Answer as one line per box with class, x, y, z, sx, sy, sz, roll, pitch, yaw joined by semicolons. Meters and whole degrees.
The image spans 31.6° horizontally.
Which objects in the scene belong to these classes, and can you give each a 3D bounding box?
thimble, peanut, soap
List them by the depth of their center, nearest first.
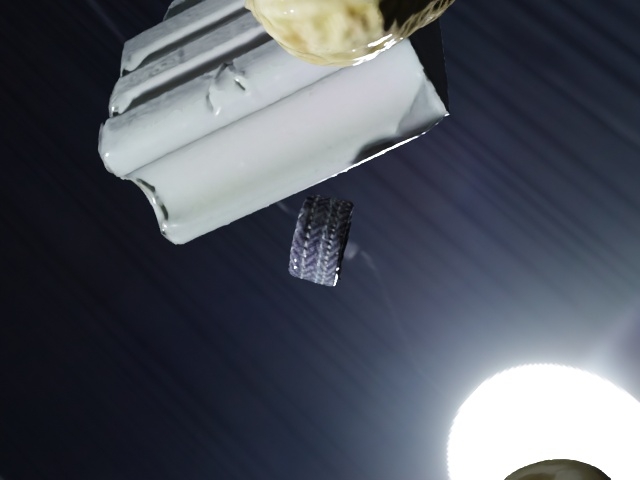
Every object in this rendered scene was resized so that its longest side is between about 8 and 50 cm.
peanut;0.039;-0.232;0.953;0.153;0.140;0.325;-26;-169;26
thimble;-0.001;0.002;1.367;0.095;0.066;0.104;90;13;-67
soap;-0.059;-0.230;1.527;0.435;0.350;0.213;-25;128;16

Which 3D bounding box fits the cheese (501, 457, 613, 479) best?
cheese;0.255;0.347;1.279;0.218;0.117;0.235;-29;-162;-7
